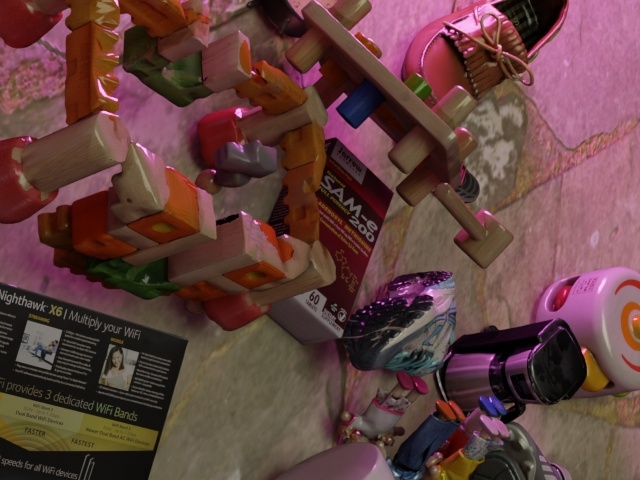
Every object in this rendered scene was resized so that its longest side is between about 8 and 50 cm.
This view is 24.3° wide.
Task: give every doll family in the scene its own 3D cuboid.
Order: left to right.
[{"bbox_3d":[0.141,0.283,1.947,0.263,0.163,0.118,20,27,-40],"label":"doll family"}]

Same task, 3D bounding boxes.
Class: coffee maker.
[{"bbox_3d":[0.274,0.166,2.089,0.120,0.178,0.171,45,52,-29],"label":"coffee maker"}]

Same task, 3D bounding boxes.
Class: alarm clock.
[{"bbox_3d":[-0.016,-0.343,2.010,0.192,0.064,0.129,-23,96,-43],"label":"alarm clock"}]

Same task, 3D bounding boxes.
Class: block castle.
[{"bbox_3d":[-0.186,-0.096,1.656,0.453,0.212,0.303,31,47,-49],"label":"block castle"}]

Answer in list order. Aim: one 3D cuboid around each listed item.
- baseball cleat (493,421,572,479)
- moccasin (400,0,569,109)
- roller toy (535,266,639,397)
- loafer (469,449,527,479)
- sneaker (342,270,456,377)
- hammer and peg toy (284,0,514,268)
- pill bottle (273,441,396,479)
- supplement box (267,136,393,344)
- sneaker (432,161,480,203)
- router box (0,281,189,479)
[{"bbox_3d":[0.311,0.336,2.171,0.109,0.072,0.206,-46,121,-50],"label":"baseball cleat"},{"bbox_3d":[0.251,-0.284,2.203,0.380,0.147,0.139,-30,101,-45],"label":"moccasin"},{"bbox_3d":[0.435,0.141,2.280,0.209,0.146,0.191,7,74,-43],"label":"roller toy"},{"bbox_3d":[0.266,0.419,2.094,0.084,0.096,0.268,-21,102,-66],"label":"loafer"},{"bbox_3d":[0.123,0.131,1.968,0.283,0.110,0.122,-32,112,-60],"label":"sneaker"},{"bbox_3d":[0.120,-0.143,1.874,0.127,0.266,0.361,-44,77,-3],"label":"hammer and peg toy"},{"bbox_3d":[0.082,0.458,1.784,0.229,0.229,0.408,-39,107,-43],"label":"pill bottle"},{"bbox_3d":[0.000,0.000,1.932,0.130,0.073,0.239,42,53,-30],"label":"supplement box"},{"bbox_3d":[0.184,-0.112,2.144,0.170,0.074,0.063,43,53,-29],"label":"sneaker"},{"bbox_3d":[-0.306,0.175,1.520,0.308,0.081,0.243,22,82,-38],"label":"router box"}]
